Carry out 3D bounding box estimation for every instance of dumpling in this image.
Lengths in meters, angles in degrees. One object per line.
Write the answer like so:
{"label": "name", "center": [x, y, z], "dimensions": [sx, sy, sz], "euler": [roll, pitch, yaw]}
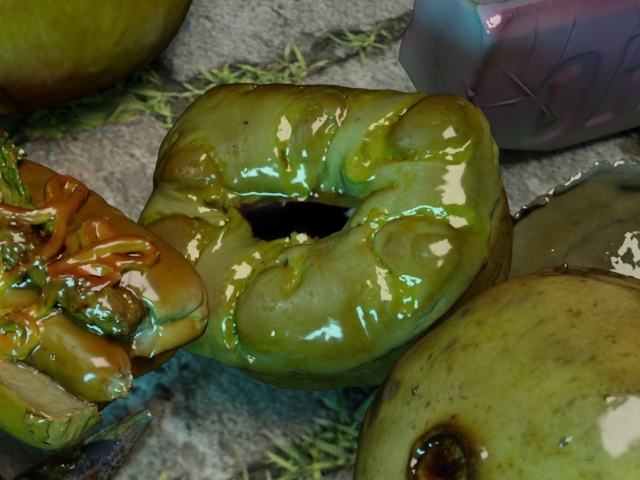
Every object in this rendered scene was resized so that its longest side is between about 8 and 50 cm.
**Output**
{"label": "dumpling", "center": [0.201, 0.027, 1.250], "dimensions": [0.332, 0.086, 0.166], "euler": [-10, 90, -17]}

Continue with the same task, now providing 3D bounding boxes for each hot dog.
{"label": "hot dog", "center": [-0.227, -0.001, 1.118], "dimensions": [0.349, 0.117, 0.158], "euler": [33, 67, 34]}

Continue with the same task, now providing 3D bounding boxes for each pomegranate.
{"label": "pomegranate", "center": [0.150, 0.158, 1.039], "dimensions": [0.281, 0.281, 0.281], "euler": [5, 54, -7]}

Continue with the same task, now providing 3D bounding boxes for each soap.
{"label": "soap", "center": [0.225, -0.169, 1.327], "dimensions": [0.324, 0.193, 0.109], "euler": [-16, 61, -21]}

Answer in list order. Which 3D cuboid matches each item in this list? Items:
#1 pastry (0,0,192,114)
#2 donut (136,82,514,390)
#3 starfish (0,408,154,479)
{"label": "pastry", "center": [-0.254, -0.247, 1.317], "dimensions": [0.356, 0.164, 0.356], "euler": [6, 52, -8]}
{"label": "donut", "center": [0.000, 0.000, 1.160], "dimensions": [0.261, 0.128, 0.208], "euler": [7, 68, 28]}
{"label": "starfish", "center": [-0.193, 0.185, 1.082], "dimensions": [0.216, 0.071, 0.238], "euler": [-16, 60, -25]}
